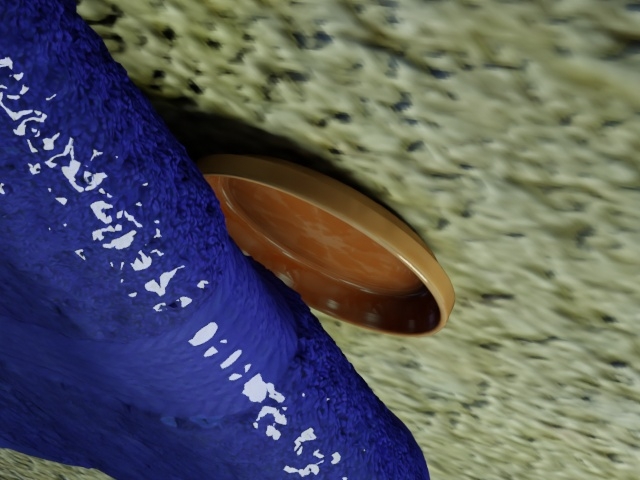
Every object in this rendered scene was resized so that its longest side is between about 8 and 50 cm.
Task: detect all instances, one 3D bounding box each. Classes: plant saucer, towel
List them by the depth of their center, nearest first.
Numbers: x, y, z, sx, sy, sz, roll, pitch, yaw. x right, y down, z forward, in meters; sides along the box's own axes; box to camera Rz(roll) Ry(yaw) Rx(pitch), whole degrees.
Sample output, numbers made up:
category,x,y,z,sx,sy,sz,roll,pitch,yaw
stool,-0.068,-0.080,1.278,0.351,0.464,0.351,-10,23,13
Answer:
category,x,y,z,sx,sy,sz,roll,pitch,yaw
towel,-0.106,-0.024,0.524,0.228,0.076,0.308,15,156,34
plant saucer,0.000,0.000,0.541,0.083,0.013,0.083,26,161,10
